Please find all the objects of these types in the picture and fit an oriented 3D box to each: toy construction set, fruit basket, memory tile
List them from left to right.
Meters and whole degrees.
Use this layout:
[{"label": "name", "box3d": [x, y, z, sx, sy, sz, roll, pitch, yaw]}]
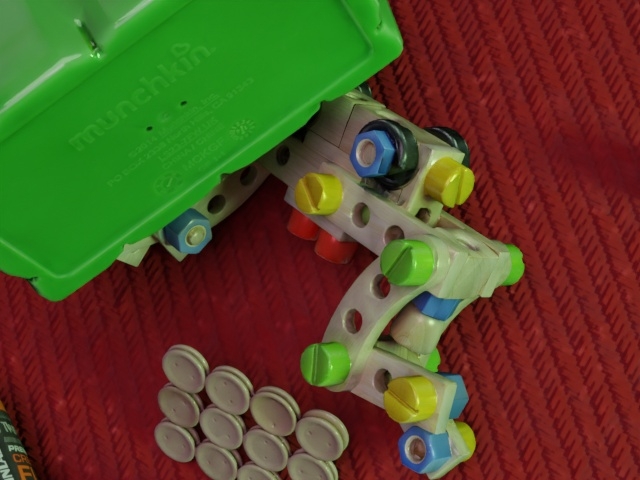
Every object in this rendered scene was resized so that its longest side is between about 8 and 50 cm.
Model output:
[{"label": "fruit basket", "box3d": [-0.161, -0.190, 0.789, 0.392, 0.283, 0.392, -10, 62, 20]}, {"label": "memory tile", "box3d": [-0.053, 0.139, 0.818, 0.148, 0.113, 0.012, 24, 39, 18]}, {"label": "toy construction set", "box3d": [0.000, 0.000, 0.815, 0.328, 0.151, 0.215, 30, 111, 26]}]

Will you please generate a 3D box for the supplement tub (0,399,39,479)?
[{"label": "supplement tub", "box3d": [-0.267, 0.179, 0.850, 0.106, 0.106, 0.198, -33, 71, 5]}]
